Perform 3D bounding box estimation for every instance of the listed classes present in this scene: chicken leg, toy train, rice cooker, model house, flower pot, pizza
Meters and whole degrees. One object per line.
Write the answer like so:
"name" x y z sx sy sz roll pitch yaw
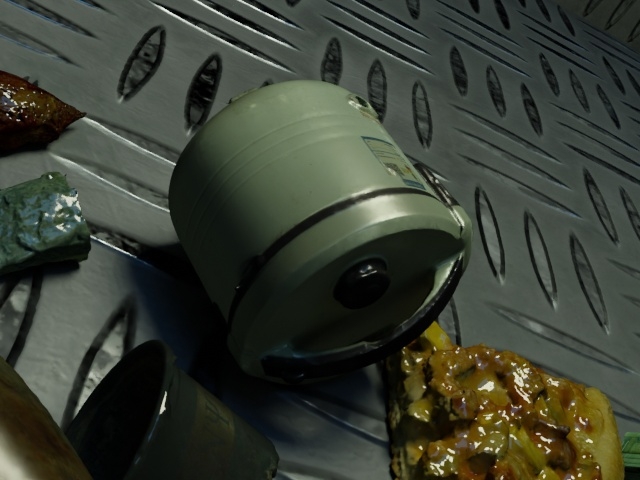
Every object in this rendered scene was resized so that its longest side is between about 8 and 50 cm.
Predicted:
"chicken leg" -0.325 -0.132 0.739 0.234 0.063 0.105 17 41 -27
"toy train" 0.325 0.219 0.808 0.038 0.093 0.056 45 70 -3
"rice cooker" 0.000 0.000 0.710 0.226 0.226 0.244 1 42 -40
"model house" -0.241 -0.012 0.671 0.083 0.066 0.078 -20 70 -30
"flower pot" -0.098 0.152 0.504 0.107 0.157 0.157 34 31 -23
"pizza" 0.191 0.206 0.734 0.268 0.087 0.257 21 38 -21

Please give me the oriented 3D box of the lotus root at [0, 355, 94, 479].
"lotus root" -0.211 0.150 0.322 0.346 0.250 0.250 44 35 16
